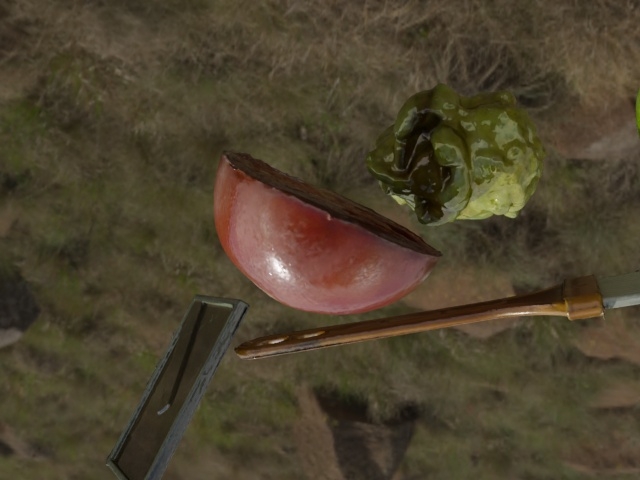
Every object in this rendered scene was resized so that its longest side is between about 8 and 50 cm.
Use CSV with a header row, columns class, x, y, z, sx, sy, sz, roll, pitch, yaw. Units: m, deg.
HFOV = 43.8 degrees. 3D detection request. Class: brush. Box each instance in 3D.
class,x,y,z,sx,sy,sz,roll,pitch,yaw
brush,0.086,0.050,0.518,0.314,0.017,0.090,-11,-178,17

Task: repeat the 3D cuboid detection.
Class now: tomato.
class,x,y,z,sx,sy,sz,roll,pitch,yaw
tomato,-0.010,0.008,1.025,0.338,0.144,0.338,23,-171,-4

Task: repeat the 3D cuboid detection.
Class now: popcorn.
class,x,y,z,sx,sy,sz,roll,pitch,yaw
popcorn,0.197,-0.113,1.131,0.255,0.195,0.256,5,177,-43

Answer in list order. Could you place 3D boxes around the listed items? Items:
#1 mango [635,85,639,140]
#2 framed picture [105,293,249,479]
class,x,y,z,sx,sy,sz,roll,pitch,yaw
mango,0.322,-0.065,0.558,0.273,0.185,0.149,33,137,-30
framed picture,-0.107,0.107,0.580,0.011,0.149,0.109,33,166,-22
